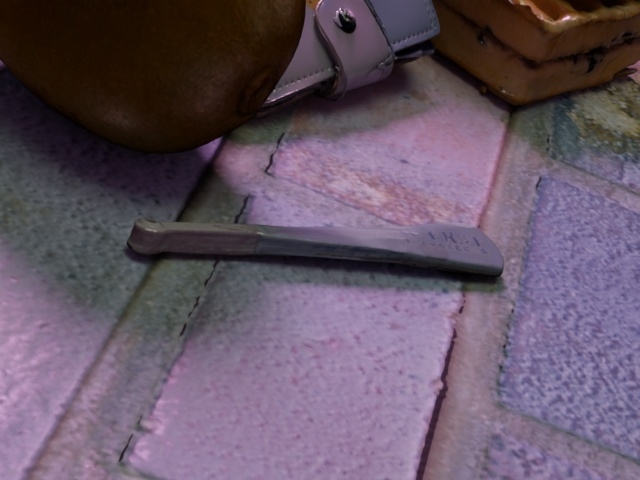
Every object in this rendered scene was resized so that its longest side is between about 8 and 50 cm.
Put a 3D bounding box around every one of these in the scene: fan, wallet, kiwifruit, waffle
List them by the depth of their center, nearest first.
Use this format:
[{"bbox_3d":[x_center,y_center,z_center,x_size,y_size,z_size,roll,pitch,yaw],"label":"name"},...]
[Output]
[{"bbox_3d":[0.000,0.000,1.231,0.282,0.023,0.057,4,36,-31],"label":"fan"},{"bbox_3d":[-0.118,-0.161,1.244,0.196,0.196,0.234,-14,50,-46],"label":"kiwifruit"},{"bbox_3d":[-0.012,-0.186,1.427,0.231,0.069,0.170,-26,90,-43],"label":"wallet"},{"bbox_3d":[0.127,-0.240,1.637,0.308,0.091,0.213,40,34,26],"label":"waffle"}]
